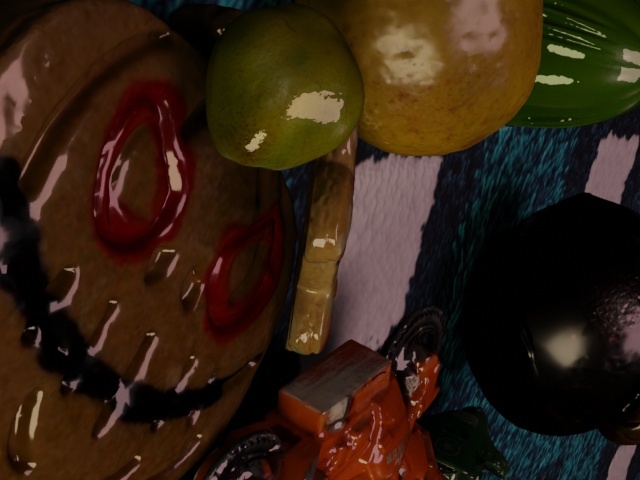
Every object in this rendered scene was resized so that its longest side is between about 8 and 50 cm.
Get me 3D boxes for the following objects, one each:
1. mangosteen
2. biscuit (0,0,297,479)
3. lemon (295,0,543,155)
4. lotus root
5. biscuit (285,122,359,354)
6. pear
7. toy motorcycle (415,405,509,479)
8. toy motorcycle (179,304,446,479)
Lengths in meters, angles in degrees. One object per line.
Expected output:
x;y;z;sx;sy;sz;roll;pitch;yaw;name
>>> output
0.285;0.101;1.233;0.233;0.287;0.287;-20;130;-24;mangosteen
-0.108;0.006;0.692;0.314;0.063;0.367;-62;151;-12;biscuit
0.068;-0.148;0.790;0.170;0.170;0.207;-48;138;-36;lemon
0.263;-0.178;1.125;0.186;0.186;0.186;-40;141;-44;lotus root
0.001;0.000;0.776;0.234;0.030;0.153;100;-1;-56;biscuit
-0.025;-0.082;0.650;0.097;0.092;0.092;-48;146;-24;pear
0.109;0.290;1.216;0.274;0.125;0.187;-64;161;-11;toy motorcycle
-0.004;0.192;0.921;0.326;0.148;0.221;-30;136;-44;toy motorcycle
